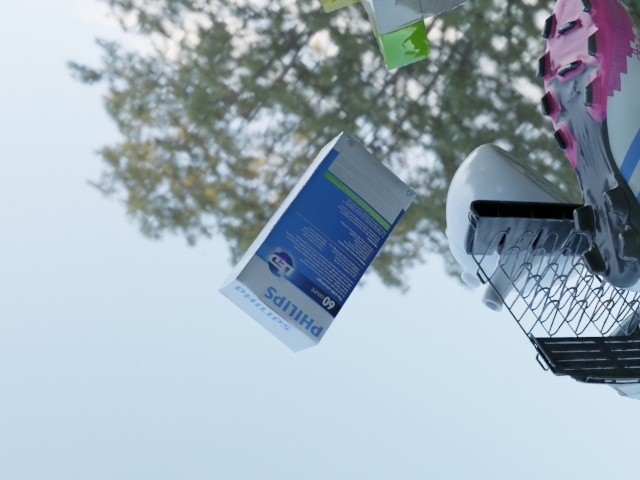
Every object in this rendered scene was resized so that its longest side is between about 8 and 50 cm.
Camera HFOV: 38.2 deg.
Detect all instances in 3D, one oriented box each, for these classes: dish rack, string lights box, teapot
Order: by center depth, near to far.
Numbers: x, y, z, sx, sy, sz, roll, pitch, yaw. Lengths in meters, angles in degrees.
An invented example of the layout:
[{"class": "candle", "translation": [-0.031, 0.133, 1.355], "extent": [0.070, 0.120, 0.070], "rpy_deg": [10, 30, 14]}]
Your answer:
[{"class": "dish rack", "translation": [0.303, 0.059, 1.097], "extent": [0.208, 0.074, 0.271], "rpy_deg": [0, -142, -22]}, {"class": "string lights box", "translation": [0.000, 0.000, 1.193], "extent": [0.133, 0.077, 0.259], "rpy_deg": [40, -116, -10]}, {"class": "teapot", "translation": [0.274, -0.010, 1.360], "extent": [0.256, 0.187, 0.252], "rpy_deg": [17, -155, -49]}]

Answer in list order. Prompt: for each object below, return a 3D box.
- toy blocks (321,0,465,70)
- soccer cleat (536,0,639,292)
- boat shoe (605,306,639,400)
[{"class": "toy blocks", "translation": [0.037, -0.405, 0.926], "extent": [0.381, 0.191, 0.261], "rpy_deg": [70, 179, -48]}, {"class": "soccer cleat", "translation": [0.318, -0.108, 0.946], "extent": [0.143, 0.116, 0.331], "rpy_deg": [-1, -103, -22]}, {"class": "boat shoe", "translation": [0.444, 0.113, 1.137], "extent": [0.103, 0.302, 0.113], "rpy_deg": [14, -131, -10]}]
